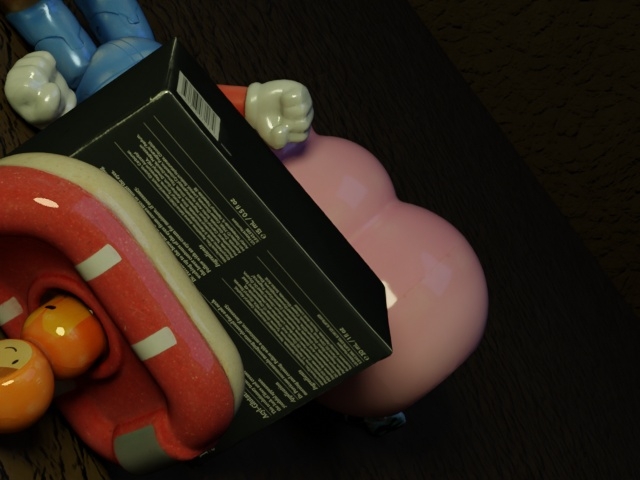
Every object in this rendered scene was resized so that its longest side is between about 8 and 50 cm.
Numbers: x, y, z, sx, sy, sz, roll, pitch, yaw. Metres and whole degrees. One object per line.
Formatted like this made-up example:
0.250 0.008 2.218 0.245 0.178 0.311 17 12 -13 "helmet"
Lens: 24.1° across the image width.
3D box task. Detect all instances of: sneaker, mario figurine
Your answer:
0.047 0.152 1.489 0.098 0.038 0.069 34 30 -54 "sneaker"
-0.129 -0.119 1.230 0.320 0.198 0.170 56 4 7 "mario figurine"

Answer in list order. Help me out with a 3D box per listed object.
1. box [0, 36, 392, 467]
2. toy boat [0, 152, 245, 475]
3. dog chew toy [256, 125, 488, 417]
-0.097 0.014 1.086 0.261 0.184 0.103 50 17 -25 "box"
-0.167 0.063 0.939 0.231 0.151 0.151 56 46 -8 "toy boat"
0.000 0.000 1.374 0.332 0.207 0.206 50 17 -1 "dog chew toy"
